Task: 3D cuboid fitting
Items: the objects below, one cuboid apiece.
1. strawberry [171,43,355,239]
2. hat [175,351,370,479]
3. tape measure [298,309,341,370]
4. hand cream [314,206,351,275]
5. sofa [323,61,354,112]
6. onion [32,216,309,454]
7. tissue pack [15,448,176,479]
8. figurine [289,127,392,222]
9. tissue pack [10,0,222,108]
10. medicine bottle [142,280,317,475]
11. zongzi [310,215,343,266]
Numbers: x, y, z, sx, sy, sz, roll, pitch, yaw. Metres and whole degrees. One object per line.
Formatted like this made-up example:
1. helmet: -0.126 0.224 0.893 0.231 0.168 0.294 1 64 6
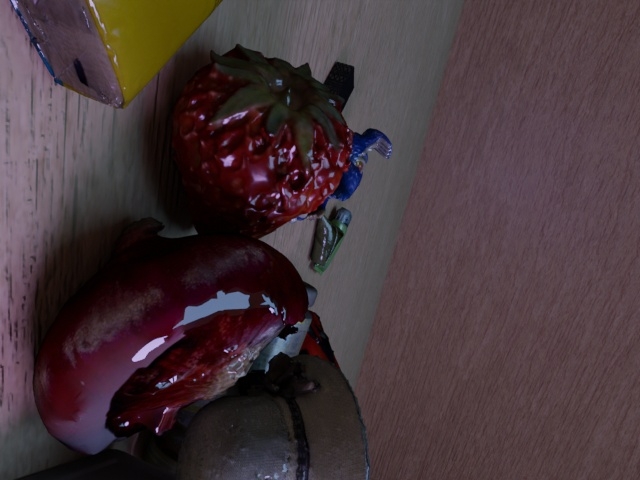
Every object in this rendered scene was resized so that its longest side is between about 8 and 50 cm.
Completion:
1. strawberry: -0.077 -0.079 0.602 0.244 0.205 0.205 -58 179 43
2. hat: -0.076 0.235 0.545 0.257 0.130 0.257 -33 -131 48
3. tape measure: -0.024 0.252 1.059 0.114 0.260 0.253 -27 166 2
4. hand cream: 0.028 0.001 1.333 0.175 0.046 0.095 -63 166 -7
5. sofa: 0.026 -0.272 0.993 0.060 0.039 0.118 78 34 -61
6. onion: -0.156 0.074 0.527 0.272 0.195 0.272 -31 163 -11
7. tissue pack: -0.233 0.319 0.523 0.246 0.159 0.136 45 63 -73
8. figurine: 0.015 -0.132 0.997 0.164 0.120 0.262 -30 -167 47
9. tissue pack: -0.138 -0.198 0.387 0.120 0.082 0.169 89 24 -56
10. medicine bottle: -0.125 0.194 0.749 0.151 0.151 0.322 24 87 -76
11. zongzi: 0.000 0.000 1.228 0.104 0.052 0.113 -63 151 -9
